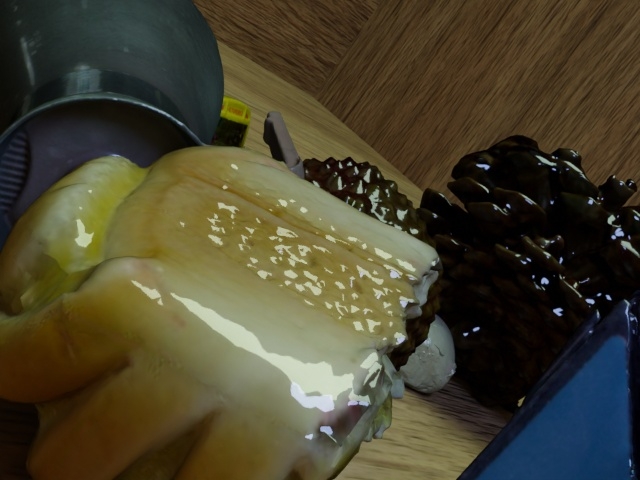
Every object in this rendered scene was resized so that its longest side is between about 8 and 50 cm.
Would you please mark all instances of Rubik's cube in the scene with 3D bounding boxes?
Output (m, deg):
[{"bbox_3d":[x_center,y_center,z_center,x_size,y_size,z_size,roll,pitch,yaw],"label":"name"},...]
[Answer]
[{"bbox_3d":[0.286,0.253,0.861,0.307,0.305,0.310,45,11,25],"label":"Rubik's cube"}]

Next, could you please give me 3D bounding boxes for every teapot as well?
[{"bbox_3d":[-0.177,-0.095,0.982,0.300,0.253,0.344,0,29,-12],"label":"teapot"}]

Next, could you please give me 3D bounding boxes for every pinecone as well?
[{"bbox_3d":[0.314,0.046,1.475,0.397,0.398,0.398,35,11,-8],"label":"pinecone"}]

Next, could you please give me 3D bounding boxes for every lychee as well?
[{"bbox_3d":[0.002,0.044,1.038,0.236,0.236,0.271,35,28,-10],"label":"lychee"}]

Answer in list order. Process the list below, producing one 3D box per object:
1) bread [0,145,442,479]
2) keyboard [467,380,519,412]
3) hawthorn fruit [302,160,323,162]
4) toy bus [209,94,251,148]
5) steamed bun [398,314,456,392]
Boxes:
[{"bbox_3d":[-0.083,0.069,0.696,0.270,0.211,0.316,27,24,3],"label":"bread"},{"bbox_3d":[0.232,0.185,1.700,0.106,0.016,0.262,32,12,-25],"label":"keyboard"},{"bbox_3d":[-0.005,-0.013,1.387,0.179,0.173,0.173,25,4,31],"label":"hawthorn fruit"},{"bbox_3d":[-0.201,-0.143,1.314,0.330,0.152,0.144,33,8,17],"label":"toy bus"},{"bbox_3d":[0.119,0.129,1.385,0.130,0.091,0.112,34,9,-11],"label":"steamed bun"}]
